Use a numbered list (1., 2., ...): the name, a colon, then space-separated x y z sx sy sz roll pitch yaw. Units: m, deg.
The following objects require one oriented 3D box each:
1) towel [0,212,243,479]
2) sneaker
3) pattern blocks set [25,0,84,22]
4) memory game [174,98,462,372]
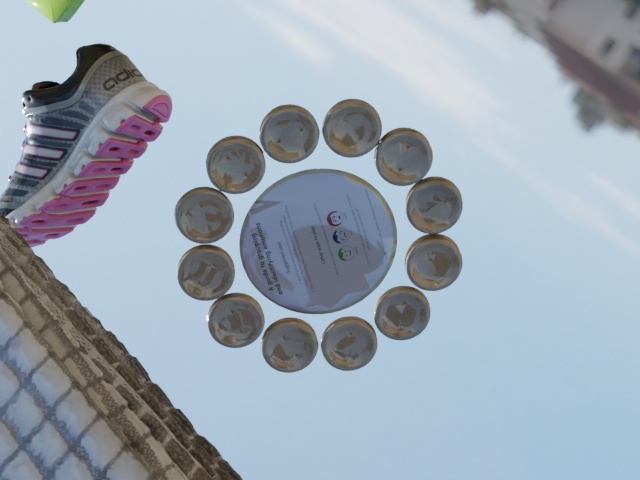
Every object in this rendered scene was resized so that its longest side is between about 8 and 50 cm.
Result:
1. towel: -0.185 0.113 0.838 0.284 0.235 0.121 47 -170 18
2. sneaker: -0.165 -0.060 1.180 0.063 0.170 0.075 -5 -123 -54
3. pattern blocks set: -0.288 -0.323 1.671 0.026 0.325 0.285 -17 -114 -43
4. memory game: 0.000 0.000 1.158 0.186 0.186 0.012 30 -163 -19
